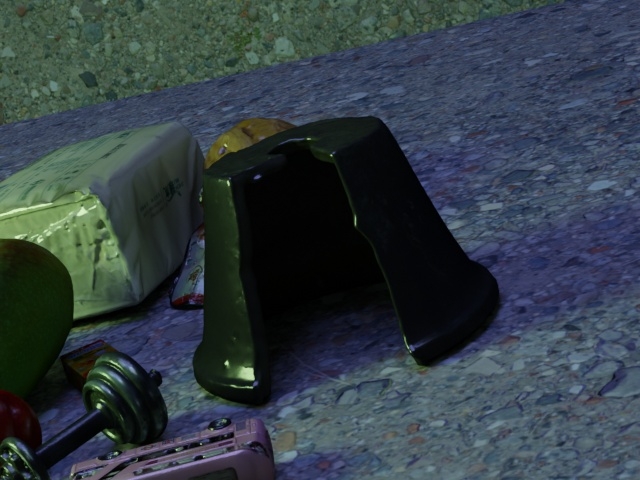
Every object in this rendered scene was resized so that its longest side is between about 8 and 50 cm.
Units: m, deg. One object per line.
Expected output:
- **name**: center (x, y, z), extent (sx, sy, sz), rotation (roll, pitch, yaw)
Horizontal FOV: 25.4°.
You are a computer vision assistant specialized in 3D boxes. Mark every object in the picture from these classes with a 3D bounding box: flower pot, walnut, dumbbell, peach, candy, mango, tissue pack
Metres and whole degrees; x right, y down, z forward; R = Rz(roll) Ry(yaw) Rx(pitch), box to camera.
- **flower pot**: center (0.000, 0.000, 1.689), extent (0.379, 0.251, 0.379), rotation (-17, 15, 5)
- **walnut**: center (-0.081, -0.090, 2.167), extent (0.195, 0.195, 0.222), rotation (-19, 18, -8)
- **dumbbell**: center (-0.267, 0.213, 1.512), extent (0.254, 0.110, 0.110), rotation (-36, 25, -34)
- **peach**: center (-0.358, 0.218, 1.568), extent (0.100, 0.101, 0.101), rotation (-15, 16, 4)
- **candy**: center (-0.277, 0.162, 1.779), extent (0.062, 0.038, 0.122), rotation (-22, 17, -21)
- **mango**: center (-0.443, 0.133, 1.767), extent (0.225, 0.201, 0.382), rotation (3, 33, 15)
- **tissue pack**: center (-0.354, -0.024, 2.162), extent (0.297, 0.207, 0.380), rotation (-11, 17, 22)

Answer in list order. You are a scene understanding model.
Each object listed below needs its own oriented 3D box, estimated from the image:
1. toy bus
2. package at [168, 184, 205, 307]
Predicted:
- **toy bus**: center (-0.145, 0.231, 1.390), extent (0.203, 0.063, 0.090), rotation (-15, 17, 1)
- **package**: center (-0.128, -0.012, 1.995), extent (0.166, 0.040, 0.232), rotation (-4, 58, 39)
